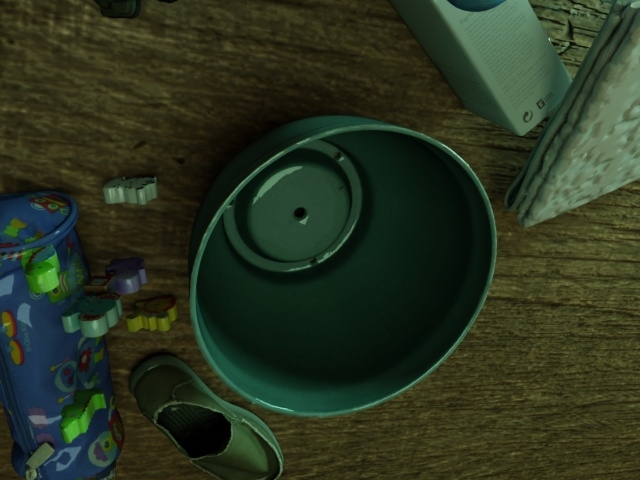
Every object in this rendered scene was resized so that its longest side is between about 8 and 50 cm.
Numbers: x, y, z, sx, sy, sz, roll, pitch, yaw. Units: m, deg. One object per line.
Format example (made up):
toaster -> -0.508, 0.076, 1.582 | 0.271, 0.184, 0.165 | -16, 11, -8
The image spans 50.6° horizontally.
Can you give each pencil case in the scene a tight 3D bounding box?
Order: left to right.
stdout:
pencil case -> -0.279, 0.107, 0.674 | 0.119, 0.133, 0.306 | 1, 116, 9

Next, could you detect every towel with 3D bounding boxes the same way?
towel -> 0.374, -0.167, 0.728 | 0.317, 0.053, 0.332 | -23, 153, -18

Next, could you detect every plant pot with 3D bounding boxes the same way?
plant pot -> 0.000, 0.000, 0.688 | 0.293, 0.196, 0.293 | -8, 117, -16

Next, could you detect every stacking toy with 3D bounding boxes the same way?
stacking toy -> -0.196, 0.052, 0.638 | 0.052, 0.221, 0.167 | 1, 116, 8

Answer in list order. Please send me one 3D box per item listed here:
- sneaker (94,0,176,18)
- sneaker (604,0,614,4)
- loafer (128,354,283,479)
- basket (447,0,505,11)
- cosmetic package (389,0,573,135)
sneaker -> -0.194, -0.267, 0.552 | 0.227, 0.087, 0.130 | 23, 98, -33
sneaker -> 0.233, -0.322, 0.678 | 0.297, 0.129, 0.111 | 36, 101, -12
loafer -> -0.132, 0.241, 0.816 | 0.094, 0.087, 0.251 | -42, 121, 2
basket -> 0.140, -0.346, 0.504 | 0.255, 0.201, 0.289 | -30, 82, -6
cosmetic package -> 0.150, -0.224, 0.686 | 0.085, 0.117, 0.231 | -43, 122, 2
